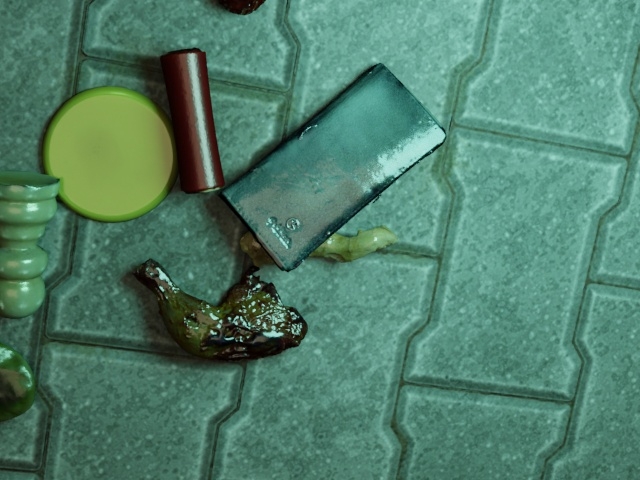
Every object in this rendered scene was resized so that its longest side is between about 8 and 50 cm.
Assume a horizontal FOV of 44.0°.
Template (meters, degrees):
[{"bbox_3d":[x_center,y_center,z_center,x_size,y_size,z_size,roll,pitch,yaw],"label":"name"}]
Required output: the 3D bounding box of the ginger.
[{"bbox_3d":[0.000,0.000,1.424,0.288,0.075,0.089,-6,95,-4],"label":"ginger"}]

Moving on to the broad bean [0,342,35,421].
[{"bbox_3d":[-0.601,0.241,1.370,0.207,0.072,0.153,6,101,-22],"label":"broad bean"}]

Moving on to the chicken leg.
[{"bbox_3d":[-0.177,0.129,1.415,0.322,0.083,0.177,5,90,-12],"label":"chicken leg"}]

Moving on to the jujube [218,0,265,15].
[{"bbox_3d":[-0.109,-0.456,1.318,0.104,0.104,0.166,14,110,-11],"label":"jujube"}]

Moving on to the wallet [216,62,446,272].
[{"bbox_3d":[0.024,-0.130,1.380,0.379,0.046,0.190,-41,87,-5],"label":"wallet"}]

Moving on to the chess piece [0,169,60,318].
[{"bbox_3d":[-0.506,0.012,1.315,0.133,0.133,0.243,5,103,-10],"label":"chess piece"}]

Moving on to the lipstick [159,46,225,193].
[{"bbox_3d":[-0.216,-0.202,1.346,0.080,0.080,0.241,-9,101,-8],"label":"lipstick"}]

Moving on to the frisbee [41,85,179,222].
[{"bbox_3d":[-0.359,-0.147,1.363,0.236,0.017,0.236,-1,100,-8],"label":"frisbee"}]
